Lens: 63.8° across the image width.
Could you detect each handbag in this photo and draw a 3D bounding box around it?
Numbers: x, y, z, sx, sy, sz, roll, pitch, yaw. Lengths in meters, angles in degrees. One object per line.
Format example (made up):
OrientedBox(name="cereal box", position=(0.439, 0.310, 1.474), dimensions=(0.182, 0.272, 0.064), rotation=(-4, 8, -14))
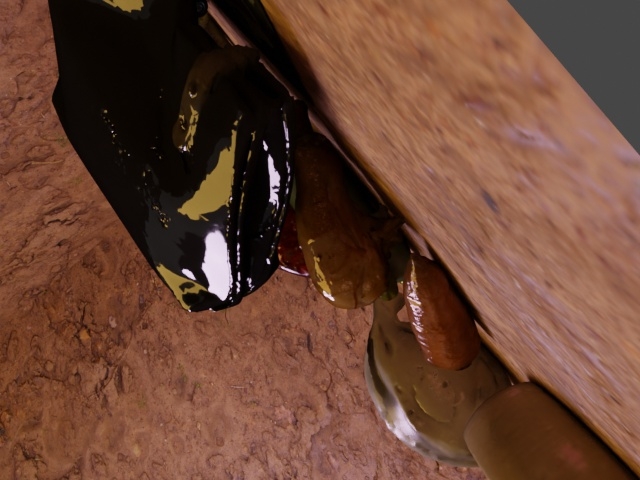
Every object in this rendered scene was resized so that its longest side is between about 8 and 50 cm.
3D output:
OrientedBox(name="handbag", position=(-0.136, -0.123, 0.459), dimensions=(0.342, 0.152, 0.288), rotation=(53, 154, 8))

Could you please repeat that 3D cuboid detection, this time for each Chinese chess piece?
OrientedBox(name="Chinese chess piece", position=(0.260, 0.268, 0.507), dimensions=(0.273, 0.102, 0.273), rotation=(50, -176, -4))

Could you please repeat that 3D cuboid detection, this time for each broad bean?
OrientedBox(name="broad bean", position=(0.021, -0.023, 0.618), dimensions=(0.228, 0.100, 0.169), rotation=(52, 176, 26))

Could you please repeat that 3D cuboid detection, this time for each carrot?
OrientedBox(name="carrot", position=(0.121, 0.068, 0.536), dimensions=(0.072, 0.072, 0.205), rotation=(51, 175, 40))

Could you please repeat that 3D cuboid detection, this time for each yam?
OrientedBox(name="yam", position=(-0.134, -0.246, 0.666), dimensions=(0.094, 0.043, 0.043), rotation=(49, -178, -34))

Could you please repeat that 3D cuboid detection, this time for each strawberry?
OrientedBox(name="strawberry", position=(0.001, 0.003, 0.795), dimensions=(0.228, 0.098, 0.174), rotation=(16, -169, 20))

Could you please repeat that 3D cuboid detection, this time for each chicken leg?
OrientedBox(name="chicken leg", position=(0.018, -0.034, 0.487), dimensions=(0.085, 0.101, 0.208), rotation=(-137, 26, -76))

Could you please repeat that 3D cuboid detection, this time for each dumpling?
OrientedBox(name="dumpling", position=(0.183, 0.230, 0.798), dimensions=(0.318, 0.187, 0.243), rotation=(47, 178, 19))

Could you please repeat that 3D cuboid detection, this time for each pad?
OrientedBox(name="pad", position=(-0.098, -0.218, 0.395), dimensions=(0.245, 0.006, 0.170), rotation=(50, -177, 19))

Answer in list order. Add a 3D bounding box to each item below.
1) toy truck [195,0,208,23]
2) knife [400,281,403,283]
OrientedBox(name="toy truck", position=(-0.159, -0.254, 0.536), dimensions=(0.049, 0.054, 0.083), rotation=(51, -169, 26))
OrientedBox(name="knife", position=(0.209, 0.099, 1.346), dimensions=(0.026, 0.022, 0.184), rotation=(23, -179, 4))
